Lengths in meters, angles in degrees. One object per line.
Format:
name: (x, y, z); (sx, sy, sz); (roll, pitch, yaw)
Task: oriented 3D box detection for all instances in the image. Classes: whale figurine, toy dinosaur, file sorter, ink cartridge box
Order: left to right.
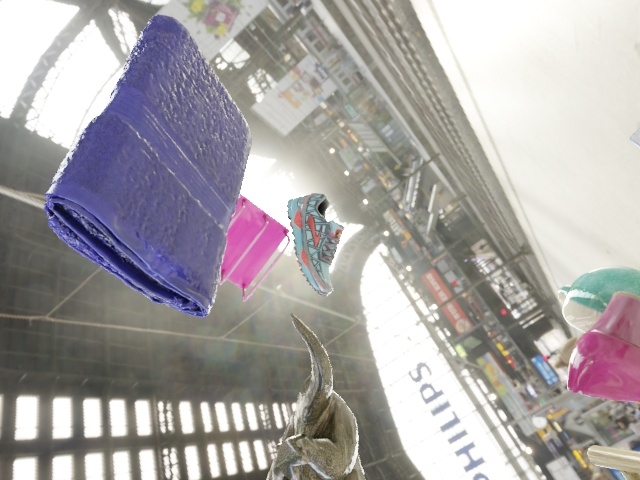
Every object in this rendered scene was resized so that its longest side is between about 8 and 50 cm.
file sorter: (-0.240, -0.021, 1.119); (0.290, 0.202, 0.182); (37, -179, -13)
toy dinosaur: (0.000, 0.219, 0.416); (0.160, 0.121, 0.313); (-20, -91, -75)
whale figurine: (0.579, 0.120, 0.884); (0.216, 0.141, 0.272); (24, -169, 35)
ink cartridge box: (0.461, -0.126, 0.626); (0.083, 0.028, 0.048); (9, -144, -42)

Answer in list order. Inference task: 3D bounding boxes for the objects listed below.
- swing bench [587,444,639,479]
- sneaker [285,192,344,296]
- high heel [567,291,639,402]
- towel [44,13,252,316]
swing bench: (0.197, 0.225, 0.275); (0.255, 0.253, 0.165); (98, 152, -55)
sneaker: (0.000, 0.000, 1.100); (0.104, 0.125, 0.262); (43, -149, -70)
high heel: (0.552, 0.259, 0.702); (0.377, 0.181, 0.127); (38, 168, 6)
towel: (-0.180, -0.089, 0.548); (0.228, 0.076, 0.308); (59, -149, -48)
